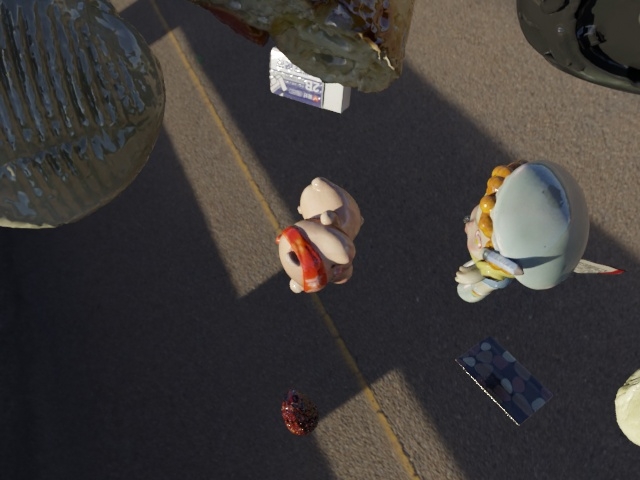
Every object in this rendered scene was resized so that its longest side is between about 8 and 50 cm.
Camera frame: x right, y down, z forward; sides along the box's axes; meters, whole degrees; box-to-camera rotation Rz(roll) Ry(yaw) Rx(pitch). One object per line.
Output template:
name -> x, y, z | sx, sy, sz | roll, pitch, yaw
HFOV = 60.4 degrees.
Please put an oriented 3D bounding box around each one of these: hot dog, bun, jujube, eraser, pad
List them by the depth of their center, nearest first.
bun -> -0.312, -0.165, 0.597 | 0.281, 0.282, 0.205 | -42, 41, -8
hot dog -> -0.015, -0.424, 0.712 | 0.196, 0.367, 0.366 | -3, 67, 59
bun -> 0.617, 0.271, 0.945 | 0.220, 0.220, 0.134 | -26, 98, 5
eraser -> -0.024, -0.414, 1.401 | 0.210, 0.125, 0.068 | 21, 39, 20
jujube -> -0.060, 0.478, 1.512 | 0.104, 0.166, 0.104 | -13, 50, 15
pad -> 0.509, 0.381, 1.526 | 0.158, 0.003, 0.235 | -25, 56, -29

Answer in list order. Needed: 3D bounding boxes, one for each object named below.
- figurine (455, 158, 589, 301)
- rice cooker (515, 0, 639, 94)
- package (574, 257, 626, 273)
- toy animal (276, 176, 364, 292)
figurine -> 0.366, -0.003, 1.045 | 0.205, 0.382, 0.225 | 17, 77, 5
rice cooker -> 0.296, -0.260, 0.461 | 0.267, 0.267, 0.225 | 11, 71, 27
package -> 0.602, 0.052, 1.351 | 0.239, 0.154, 0.030 | 16, 87, -13
toy animal -> 0.000, 0.000, 1.035 | 0.171, 0.171, 0.198 | 11, 65, 26
